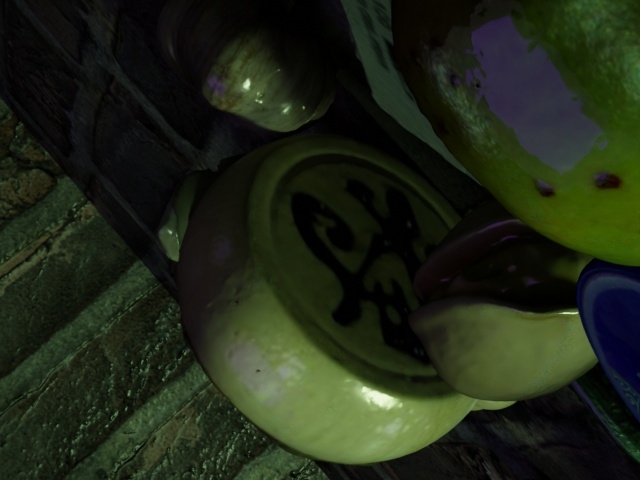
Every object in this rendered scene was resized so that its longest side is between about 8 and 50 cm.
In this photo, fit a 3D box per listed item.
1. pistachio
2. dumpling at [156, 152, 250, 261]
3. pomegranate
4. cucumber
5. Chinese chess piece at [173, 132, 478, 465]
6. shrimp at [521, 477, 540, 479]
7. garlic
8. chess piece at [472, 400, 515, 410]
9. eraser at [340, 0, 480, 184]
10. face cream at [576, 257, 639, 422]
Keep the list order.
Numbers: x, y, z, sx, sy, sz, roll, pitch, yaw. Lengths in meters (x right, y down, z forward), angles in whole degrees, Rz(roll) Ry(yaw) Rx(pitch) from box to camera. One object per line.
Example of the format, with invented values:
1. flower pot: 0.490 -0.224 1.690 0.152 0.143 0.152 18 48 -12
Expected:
1. pistachio: 0.136 0.037 1.158 0.144 0.144 0.215 49 162 1
2. dumpling: 0.001 0.004 1.518 0.086 0.166 0.332 18 167 39
3. pomegranate: 0.125 -0.092 0.616 0.198 0.198 0.246 50 168 -6
4. cucumber: 0.226 0.130 1.345 0.184 0.036 0.033 48 159 -2
5. Chinese chess piece: 0.016 0.042 1.321 0.257 0.257 0.104 48 129 4
6. shrimp: 0.252 0.307 1.765 0.165 0.056 0.065 59 153 2
7. garlic: -0.053 -0.143 1.346 0.147 0.102 0.159 37 -177 -12
8. chess piece: 0.129 0.111 1.543 0.094 0.094 0.170 52 161 -13
9. eraser: 0.051 -0.169 0.927 0.111 0.077 0.352 42 166 32
10. face cream: 0.236 0.059 0.892 0.206 0.111 0.206 46 167 14
